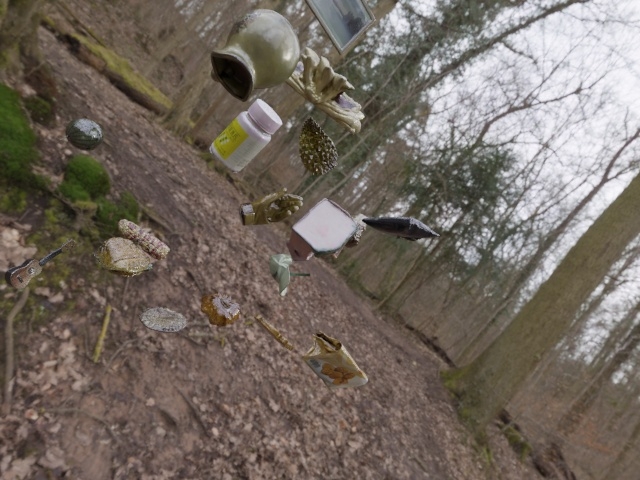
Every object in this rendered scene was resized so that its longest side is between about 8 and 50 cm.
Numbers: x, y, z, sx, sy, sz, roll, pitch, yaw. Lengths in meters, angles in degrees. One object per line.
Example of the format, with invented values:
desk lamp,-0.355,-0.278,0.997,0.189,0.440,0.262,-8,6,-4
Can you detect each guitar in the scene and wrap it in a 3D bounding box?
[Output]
guitar,-1.066,0.077,1.553,0.038,0.271,0.083,17,-48,17

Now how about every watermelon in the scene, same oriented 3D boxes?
watermelon,-0.772,-0.339,1.303,0.105,0.105,0.133,36,35,15

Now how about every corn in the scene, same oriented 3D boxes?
corn,-0.925,-0.003,2.110,0.290,0.098,0.098,38,-6,-19

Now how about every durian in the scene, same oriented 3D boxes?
durian,-0.008,-0.409,1.891,0.306,0.172,0.166,45,19,-48

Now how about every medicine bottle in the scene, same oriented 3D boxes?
medicine bottle,-0.403,-0.567,2.207,0.213,0.379,0.213,43,20,-19

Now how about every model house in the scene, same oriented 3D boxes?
model house,0.000,0.000,1.702,0.202,0.237,0.237,39,-31,9

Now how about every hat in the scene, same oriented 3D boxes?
hat,-0.139,0.115,1.409,0.081,0.165,0.122,2,-29,-8

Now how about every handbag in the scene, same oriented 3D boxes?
handbag,0.329,-0.051,1.660,0.211,0.088,0.254,16,-5,-40

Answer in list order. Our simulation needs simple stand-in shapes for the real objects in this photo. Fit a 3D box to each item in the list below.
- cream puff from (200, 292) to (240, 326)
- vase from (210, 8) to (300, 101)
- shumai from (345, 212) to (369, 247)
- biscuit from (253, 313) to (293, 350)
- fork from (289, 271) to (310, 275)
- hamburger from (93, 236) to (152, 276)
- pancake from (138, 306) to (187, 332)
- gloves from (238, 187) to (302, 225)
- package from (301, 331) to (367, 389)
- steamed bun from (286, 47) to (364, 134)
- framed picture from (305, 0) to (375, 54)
cream puff,-0.636,0.446,2.601,0.269,0.155,0.241,-2,52,-52
vase,-0.255,-0.611,1.379,0.330,0.302,0.240,10,-37,45
shumai,0.141,-0.074,1.950,0.206,0.176,0.166,38,-20,32
biscuit,-0.230,0.448,1.966,0.184,0.035,0.248,16,-32,55
fork,-0.098,0.133,1.604,0.021,0.039,0.235,5,-7,-25
hamburger,-0.817,0.068,1.678,0.206,0.129,0.183,26,15,25
pancake,-0.664,0.333,1.710,0.200,0.021,0.199,21,13,-5
gloves,-0.250,-0.164,2.066,0.141,0.332,0.154,123,-49,-78
package,0.078,0.572,1.982,0.311,0.222,0.164,55,29,-34
steamed bun,0.011,-0.642,1.675,0.428,0.189,0.247,41,23,10
framed picture,0.073,-0.923,1.594,0.289,0.213,0.016,46,-3,-36
